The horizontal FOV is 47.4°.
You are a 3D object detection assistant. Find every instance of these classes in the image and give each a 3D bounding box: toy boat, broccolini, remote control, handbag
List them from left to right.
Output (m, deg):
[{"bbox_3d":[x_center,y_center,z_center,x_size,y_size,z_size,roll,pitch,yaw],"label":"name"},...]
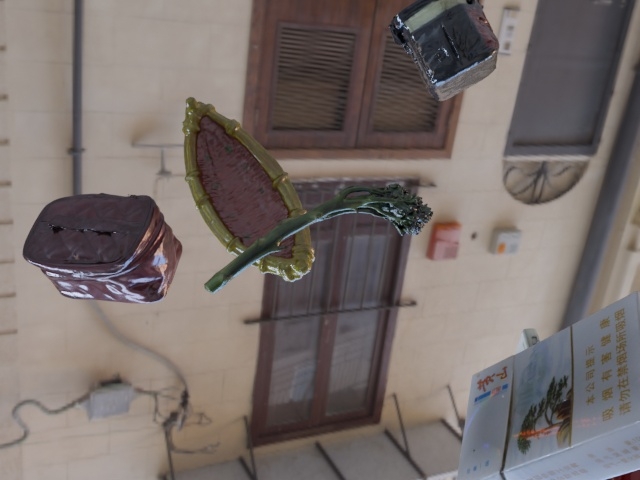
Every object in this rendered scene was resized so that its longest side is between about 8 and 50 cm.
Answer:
[{"bbox_3d":[-0.340,0.011,1.145,0.225,0.135,0.146,3,-125,20],"label":"handbag"},{"bbox_3d":[-0.107,-0.064,1.047,0.141,0.099,0.318,-32,-108,-8],"label":"toy boat"},{"bbox_3d":[-0.001,-0.007,0.572,0.194,0.052,0.054,-17,172,-9],"label":"broccolini"},{"bbox_3d":[0.250,-0.392,1.427,0.181,0.181,0.254,-28,177,15],"label":"handbag"},{"bbox_3d":[0.427,0.284,1.545,0.049,0.230,0.090,0,-133,1],"label":"remote control"}]

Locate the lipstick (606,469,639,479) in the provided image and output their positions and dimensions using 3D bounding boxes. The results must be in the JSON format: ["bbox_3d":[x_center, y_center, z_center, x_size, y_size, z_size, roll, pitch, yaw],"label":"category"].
[{"bbox_3d":[0.398,0.239,0.943,0.073,0.279,0.073,5,176,0],"label":"lipstick"}]

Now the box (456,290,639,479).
[{"bbox_3d":[0.243,0.168,0.729,0.067,0.233,0.149,37,-136,-13],"label":"box"}]
